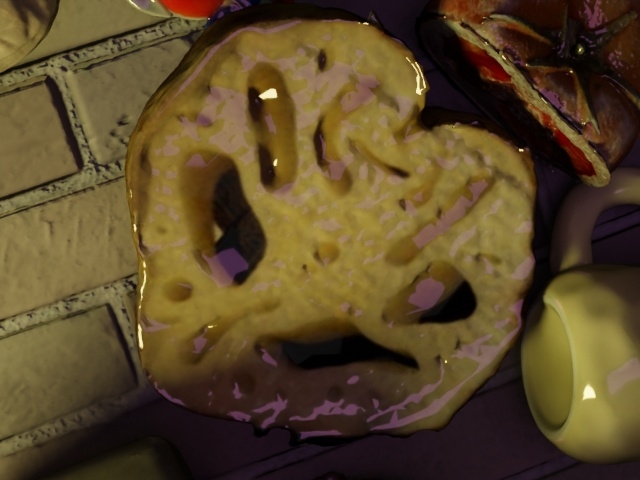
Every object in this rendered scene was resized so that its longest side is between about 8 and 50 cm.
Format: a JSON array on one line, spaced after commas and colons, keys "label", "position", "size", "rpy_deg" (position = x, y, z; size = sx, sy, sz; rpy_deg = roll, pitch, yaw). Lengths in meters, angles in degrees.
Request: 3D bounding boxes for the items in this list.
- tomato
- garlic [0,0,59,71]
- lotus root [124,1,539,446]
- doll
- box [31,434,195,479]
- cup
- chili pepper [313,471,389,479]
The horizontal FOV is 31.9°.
[{"label": "tomato", "position": [0.203, -0.169, 0.952], "size": [0.214, 0.180, 0.155], "rpy_deg": [42, 82, -14]}, {"label": "garlic", "position": [-0.347, -0.226, 0.811], "size": [0.317, 0.259, 0.318], "rpy_deg": [0, 91, -12]}, {"label": "lotus root", "position": [0.000, 0.000, 0.954], "size": [0.375, 0.111, 0.390], "rpy_deg": [-40, 107, 0]}, {"label": "doll", "position": [-0.100, -0.223, 0.954], "size": [0.194, 0.062, 0.104], "rpy_deg": [36, 105, -18]}, {"label": "box", "position": [-0.205, 0.280, 0.897], "size": [0.290, 0.220, 0.166], "rpy_deg": [-21, 76, -8]}, {"label": "cup", "position": [0.293, 0.065, 0.984], "size": [0.202, 0.173, 0.255], "rpy_deg": [-2, 95, -11]}, {"label": "chili pepper", "position": [0.064, 0.345, 0.905], "size": [0.251, 0.305, 0.229], "rpy_deg": [-43, 103, -8]}]
